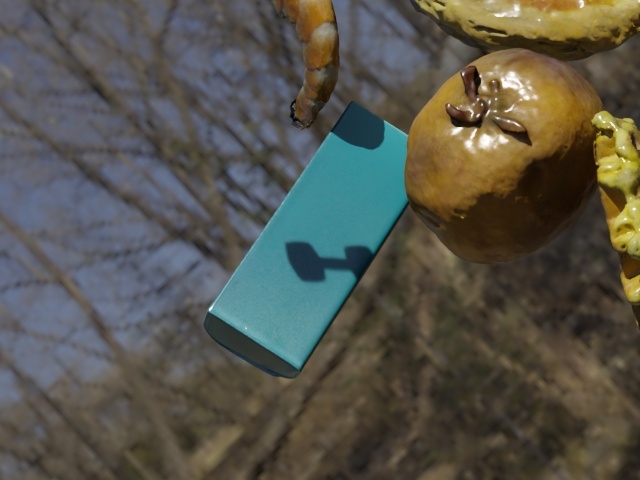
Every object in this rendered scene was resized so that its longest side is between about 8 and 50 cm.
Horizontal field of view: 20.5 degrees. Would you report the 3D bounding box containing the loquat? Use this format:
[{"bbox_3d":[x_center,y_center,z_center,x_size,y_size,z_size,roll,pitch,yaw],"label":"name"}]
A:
[{"bbox_3d":[0.192,-0.084,1.796,0.238,0.193,0.238,-35,-27,-21],"label":"loquat"}]

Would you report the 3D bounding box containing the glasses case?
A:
[{"bbox_3d":[0.001,0.001,1.870,0.301,0.117,0.070,-55,-4,-27],"label":"glasses case"}]

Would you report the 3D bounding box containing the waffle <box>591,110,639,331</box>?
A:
[{"bbox_3d":[0.322,0.022,1.696,0.058,0.301,0.281,-15,43,16],"label":"waffle"}]

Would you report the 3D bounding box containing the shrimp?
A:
[{"bbox_3d":[-0.024,-0.210,1.908,0.049,0.161,0.166,-14,-48,-26],"label":"shrimp"}]

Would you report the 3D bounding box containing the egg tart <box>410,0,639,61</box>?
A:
[{"bbox_3d":[0.291,-0.408,2.361,0.443,0.443,0.178,-42,-24,-15],"label":"egg tart"}]
